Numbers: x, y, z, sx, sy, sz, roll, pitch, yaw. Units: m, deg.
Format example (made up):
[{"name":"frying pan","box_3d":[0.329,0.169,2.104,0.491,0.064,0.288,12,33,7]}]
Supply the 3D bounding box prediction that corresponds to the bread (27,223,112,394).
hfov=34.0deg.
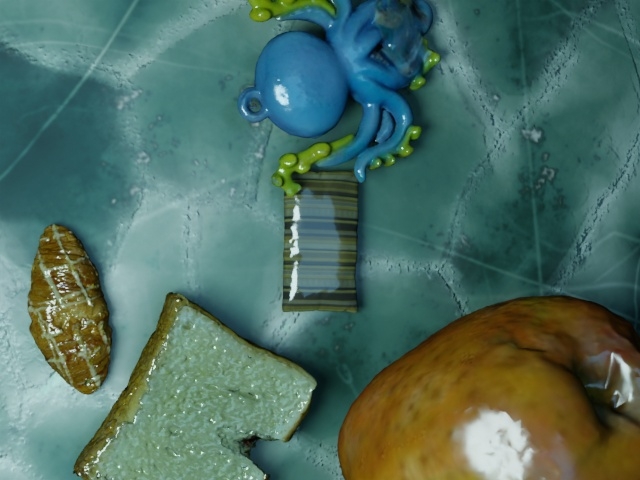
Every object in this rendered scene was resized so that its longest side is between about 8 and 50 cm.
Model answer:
[{"name":"bread","box_3d":[-0.331,0.092,1.368,0.105,0.076,0.233,-12,91,-16]}]

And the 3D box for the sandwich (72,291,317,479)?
[{"name":"sandwich","box_3d":[-0.159,0.245,1.404,0.249,0.095,0.273,31,81,-16]}]

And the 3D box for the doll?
[{"name":"doll","box_3d":[0.021,-0.258,1.462,0.341,0.099,0.346,-29,102,-26]}]

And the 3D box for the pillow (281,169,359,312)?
[{"name":"pillow","box_3d":[0.000,0.000,1.474,0.113,0.038,0.203,2,89,-12]}]

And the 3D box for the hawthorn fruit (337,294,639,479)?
[{"name":"hawthorn fruit","box_3d":[0.267,0.286,1.320,0.471,0.472,0.472,0,90,-15]}]
